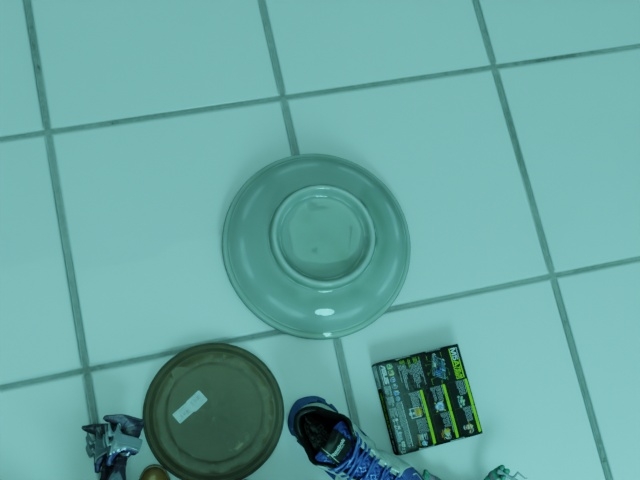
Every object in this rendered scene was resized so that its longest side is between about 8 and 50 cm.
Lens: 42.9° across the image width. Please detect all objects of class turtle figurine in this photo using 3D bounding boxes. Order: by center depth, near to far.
[{"bbox_3d":[0.305,0.529,1.583,0.234,0.118,0.175,9,57,10],"label":"turtle figurine"}]

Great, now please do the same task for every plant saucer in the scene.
[{"bbox_3d":[-0.207,0.337,1.589,0.278,0.041,0.277,2,77,-8],"label":"plant saucer"},{"bbox_3d":[0.000,0.000,1.670,0.401,0.100,0.400,2,77,-8],"label":"plant saucer"}]

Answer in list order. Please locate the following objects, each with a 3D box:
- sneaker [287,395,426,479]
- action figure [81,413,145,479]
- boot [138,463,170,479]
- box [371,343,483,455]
[{"bbox_3d":[0.057,0.414,1.519,0.315,0.182,0.127,38,84,10],"label":"sneaker"},{"bbox_3d":[-0.381,0.467,1.470,0.099,0.185,0.285,11,57,-28],"label":"action figure"},{"bbox_3d":[-0.303,0.509,1.472,0.073,0.152,0.197,1,77,-9],"label":"boot"},{"bbox_3d":[0.216,0.322,1.656,0.184,0.045,0.190,-12,78,-14],"label":"box"}]
